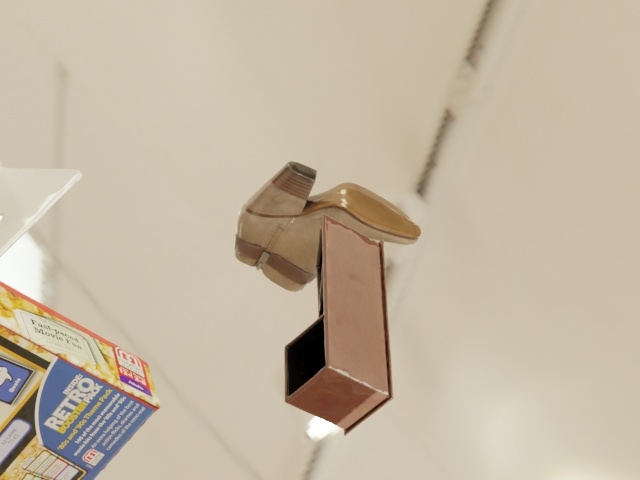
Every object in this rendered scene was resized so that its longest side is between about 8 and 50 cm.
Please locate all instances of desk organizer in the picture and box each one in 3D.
[{"bbox_3d":[0.009,0.050,1.199,0.050,0.130,0.047,28,-50,-28],"label":"desk organizer"}]

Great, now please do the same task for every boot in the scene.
[{"bbox_3d":[0.000,0.000,1.336,0.118,0.042,0.087,29,-62,2],"label":"boot"}]

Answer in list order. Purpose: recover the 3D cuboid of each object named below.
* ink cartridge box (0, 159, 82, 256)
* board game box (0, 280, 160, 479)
[{"bbox_3d":[-0.365,-0.057,1.304,0.353,0.207,0.119,6,-56,27],"label":"ink cartridge box"},{"bbox_3d":[-0.201,0.082,0.958,0.193,0.147,0.045,33,17,-30],"label":"board game box"}]
